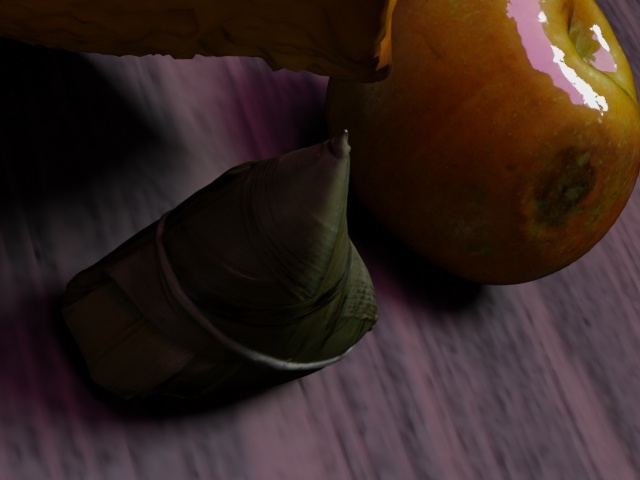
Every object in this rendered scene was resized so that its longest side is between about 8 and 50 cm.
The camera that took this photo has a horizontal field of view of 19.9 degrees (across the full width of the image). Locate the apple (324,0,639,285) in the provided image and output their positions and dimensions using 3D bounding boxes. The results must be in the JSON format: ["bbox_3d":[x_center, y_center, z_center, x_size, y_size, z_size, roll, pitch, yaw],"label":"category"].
[{"bbox_3d":[0.058,-0.044,0.625,0.099,0.102,0.114,7,48,-46],"label":"apple"}]

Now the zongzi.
[{"bbox_3d":[0.000,0.000,0.497,0.104,0.113,0.052,-11,66,-53],"label":"zongzi"}]

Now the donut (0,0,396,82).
[{"bbox_3d":[-0.068,-0.267,0.476,0.163,0.378,0.435,-3,62,-4],"label":"donut"}]
